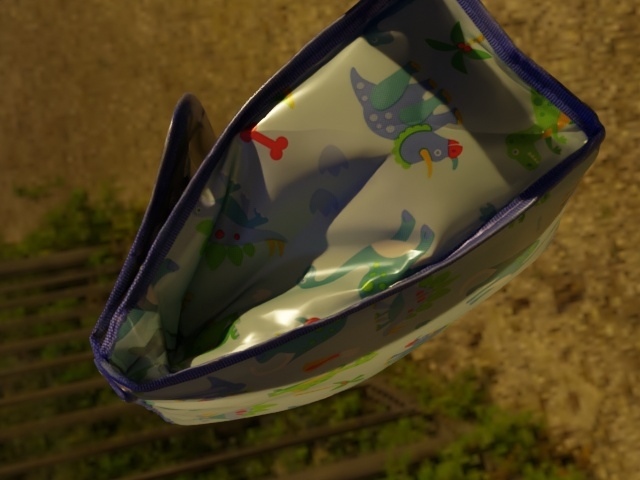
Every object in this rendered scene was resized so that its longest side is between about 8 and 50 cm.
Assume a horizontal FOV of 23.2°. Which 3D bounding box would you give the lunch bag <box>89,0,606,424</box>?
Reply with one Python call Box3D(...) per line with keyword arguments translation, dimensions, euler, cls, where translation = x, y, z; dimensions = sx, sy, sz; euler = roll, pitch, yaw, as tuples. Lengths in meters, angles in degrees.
Box3D(translation=(0.000, 0.000, 0.485), dimensions=(0.096, 0.151, 0.129), euler=(47, 174, 12), cls="lunch bag")
